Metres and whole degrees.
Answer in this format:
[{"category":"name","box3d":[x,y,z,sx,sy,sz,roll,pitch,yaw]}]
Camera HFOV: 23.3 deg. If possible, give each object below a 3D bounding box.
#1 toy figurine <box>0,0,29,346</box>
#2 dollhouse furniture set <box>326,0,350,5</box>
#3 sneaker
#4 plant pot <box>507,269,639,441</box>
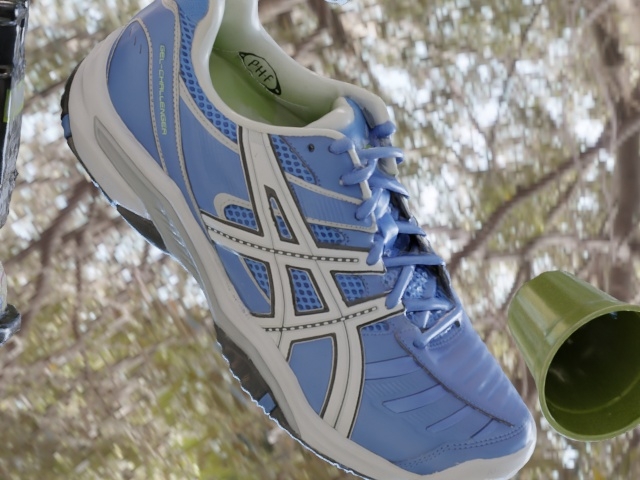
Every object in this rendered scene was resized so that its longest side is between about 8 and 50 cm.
[{"category":"toy figurine","box3d":[-0.226,-0.032,0.559,0.209,0.213,0.148,20,-73,37]},{"category":"dollhouse furniture set","box3d":[-0.022,-0.222,1.050,0.182,0.101,0.161,-33,-143,-27]},{"category":"sneaker","box3d":[0.000,0.000,0.531,0.211,0.081,0.080,46,-141,0]},{"category":"plant pot","box3d":[0.142,0.056,0.857,0.083,0.083,0.079,-27,-150,-5]}]
